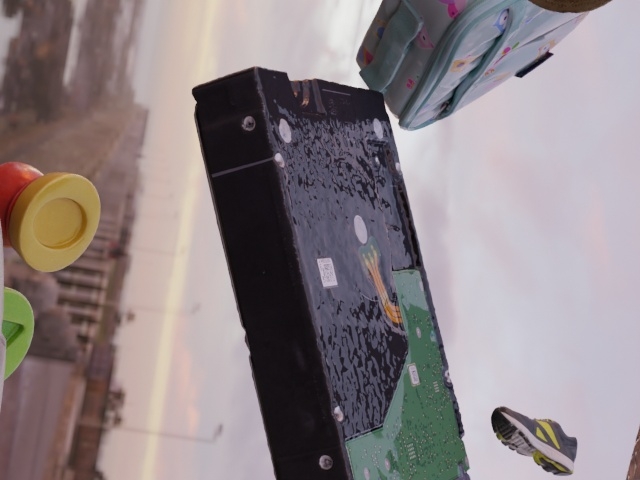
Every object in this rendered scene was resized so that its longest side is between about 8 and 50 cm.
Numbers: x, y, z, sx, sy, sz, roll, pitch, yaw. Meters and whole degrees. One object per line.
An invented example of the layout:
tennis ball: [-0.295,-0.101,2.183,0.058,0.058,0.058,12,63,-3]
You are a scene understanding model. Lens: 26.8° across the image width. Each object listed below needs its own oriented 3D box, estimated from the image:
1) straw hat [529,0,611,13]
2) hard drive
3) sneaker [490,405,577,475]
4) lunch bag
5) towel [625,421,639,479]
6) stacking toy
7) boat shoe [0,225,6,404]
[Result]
straw hat: [0.129,-0.159,0.553,0.144,0.061,0.144,177,-90,-68]
hard drive: [0.016,0.048,1.004,0.237,0.064,0.338,-5,80,-65]
sneaker: [0.171,0.155,1.074,0.031,0.083,0.035,-33,-157,52]
lunch bag: [0.143,-0.202,1.136,0.224,0.108,0.279,-36,172,-15]
towel: [0.444,0.141,1.467,0.331,0.053,0.317,-66,-175,-26]
stacking toy: [-0.427,0.015,1.511,0.309,0.130,0.279,18,96,-57]
boat shoe: [-0.238,0.050,0.861,0.075,0.065,0.206,-95,-169,-51]
